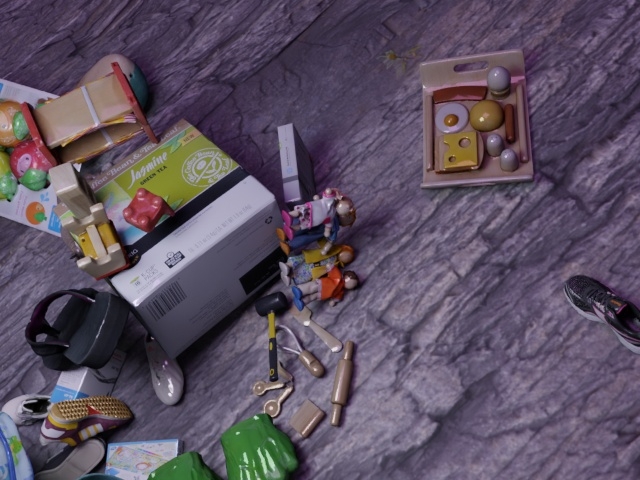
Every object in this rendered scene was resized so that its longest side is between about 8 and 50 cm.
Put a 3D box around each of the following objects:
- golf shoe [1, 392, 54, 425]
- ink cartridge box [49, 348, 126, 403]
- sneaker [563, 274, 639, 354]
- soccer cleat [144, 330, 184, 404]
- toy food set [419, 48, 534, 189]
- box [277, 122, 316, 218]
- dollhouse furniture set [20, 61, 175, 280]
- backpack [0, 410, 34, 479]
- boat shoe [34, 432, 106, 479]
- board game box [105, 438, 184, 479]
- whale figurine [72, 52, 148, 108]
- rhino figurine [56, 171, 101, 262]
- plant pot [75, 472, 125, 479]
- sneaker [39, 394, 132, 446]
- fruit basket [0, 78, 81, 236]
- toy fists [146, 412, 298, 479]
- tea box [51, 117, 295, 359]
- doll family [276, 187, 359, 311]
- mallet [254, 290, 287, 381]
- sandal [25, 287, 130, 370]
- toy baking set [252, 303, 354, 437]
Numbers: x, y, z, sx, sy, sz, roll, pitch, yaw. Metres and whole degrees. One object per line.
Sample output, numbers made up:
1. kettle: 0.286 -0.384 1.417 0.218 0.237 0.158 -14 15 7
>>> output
1. golf shoe: -0.603 0.344 1.478 0.176 0.086 0.069 -9 65 16
2. ink cartridge box: -0.468 0.262 1.459 0.060 0.104 0.180 10 70 24
3. sneaker: 0.503 0.114 1.219 0.178 0.077 0.072 38 81 30
4. soccer cleat: -0.324 0.237 1.439 0.068 0.076 0.196 -20 61 9
5. toy food set: 0.311 -0.246 1.445 0.220 0.092 0.306 -4 64 17
6. box: -0.044 -0.128 1.479 0.038 0.145 0.186 -12 63 12
7. dollhouse furniture set: -0.384 -0.120 1.311 0.201 0.152 0.374 -25 69 -7
8. backpack: -0.654 0.463 1.292 0.274 0.355 0.290 -18 60 -19
9. boat shoe: -0.511 0.457 1.420 0.206 0.075 0.065 -39 17 4
10. board game box: -0.344 0.444 1.376 0.154 0.026 0.103 -8 63 15
11. whale figurine: -0.541 -0.349 1.777 0.272 0.141 0.216 -20 48 35
12. rhino figurine: -0.546 -0.040 1.635 0.106 0.073 0.243 -9 81 -12
13. plant pot: -0.391 0.586 1.187 0.235 0.293 0.293 -44 60 6
14. sneaker: -0.457 0.355 1.382 0.069 0.186 0.083 42 107 36
15. fruit basket: -0.738 -0.210 1.708 0.353 0.165 0.326 19 97 19
16. toy fists: -0.172 0.437 1.277 0.279 0.096 0.142 -26 49 -6
17. tea box: -0.284 -0.011 1.416 0.329 0.220 0.323 -40 57 -17
18. doll family: 0.000 0.000 1.380 0.163 0.262 0.118 -19 33 -21
19. mallet: -0.086 0.182 1.376 0.062 0.039 0.189 -30 47 18
20. sandal: -0.470 0.149 1.318 0.446 0.107 0.167 -16 52 57
21. toy baking set: -0.030 0.243 1.364 0.197 0.030 0.256 8 69 22
